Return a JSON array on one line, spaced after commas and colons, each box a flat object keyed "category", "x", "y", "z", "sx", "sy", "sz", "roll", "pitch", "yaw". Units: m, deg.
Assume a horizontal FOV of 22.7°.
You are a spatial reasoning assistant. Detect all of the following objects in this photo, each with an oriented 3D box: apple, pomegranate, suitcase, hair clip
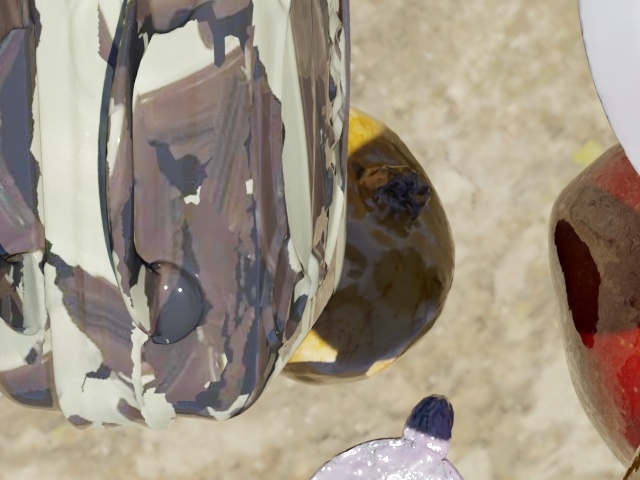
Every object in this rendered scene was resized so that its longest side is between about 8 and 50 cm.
[{"category": "apple", "x": 0.322, "y": 0.050, "z": 1.233, "sx": 0.288, "sy": 0.317, "sz": 0.288, "roll": -13, "pitch": 133, "yaw": -15}, {"category": "pomegranate", "x": 0.000, "y": 0.000, "z": 1.350, "sx": 0.248, "sy": 0.248, "sz": 0.248, "roll": -21, "pitch": 139, "yaw": -19}, {"category": "suitcase", "x": -0.098, "y": -0.079, "z": 0.865, "sx": 0.194, "sy": 0.339, "sz": 0.351, "roll": 4, "pitch": 110, "yaw": 13}, {"category": "hair clip", "x": 0.033, "y": 0.206, "z": 1.056, "sx": 0.187, "sy": 0.146, "sz": 0.056, "roll": -29, "pitch": 174, "yaw": 5}]

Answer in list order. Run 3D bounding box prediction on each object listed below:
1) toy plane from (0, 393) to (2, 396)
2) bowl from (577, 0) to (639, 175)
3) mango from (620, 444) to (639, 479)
[{"category": "toy plane", "x": -0.406, "y": 0.134, "z": 1.733, "sx": 0.212, "sy": 0.088, "sz": 0.267, "roll": -26, "pitch": 163, "yaw": -6}, {"category": "bowl", "x": 0.269, "y": -0.130, "z": 0.739, "sx": 0.287, "sy": 0.144, "sz": 0.287, "roll": -3, "pitch": 94, "yaw": -34}, {"category": "mango", "x": 0.223, "y": 0.100, "z": 0.588, "sx": 0.254, "sy": 0.139, "sz": 0.175, "roll": -28, "pitch": 122, "yaw": 15}]
